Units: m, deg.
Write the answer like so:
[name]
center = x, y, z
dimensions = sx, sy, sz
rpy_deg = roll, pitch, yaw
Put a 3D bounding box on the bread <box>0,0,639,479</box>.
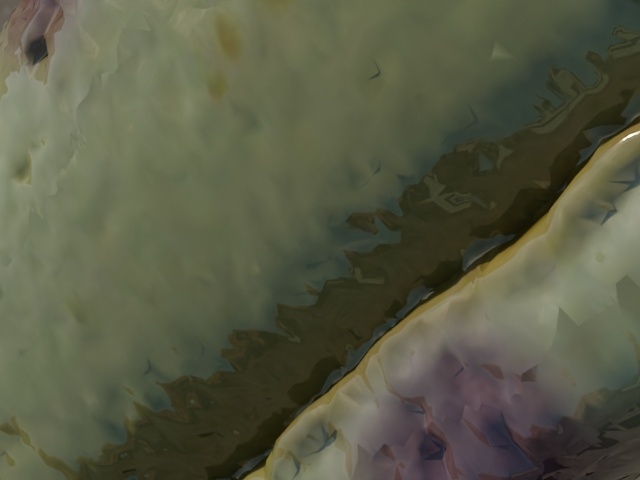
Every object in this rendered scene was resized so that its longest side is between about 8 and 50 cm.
[bread]
center = 0.000, 0.000, 0.458
dimensions = 0.187, 0.155, 0.338
rpy_deg = 54, 133, 9
